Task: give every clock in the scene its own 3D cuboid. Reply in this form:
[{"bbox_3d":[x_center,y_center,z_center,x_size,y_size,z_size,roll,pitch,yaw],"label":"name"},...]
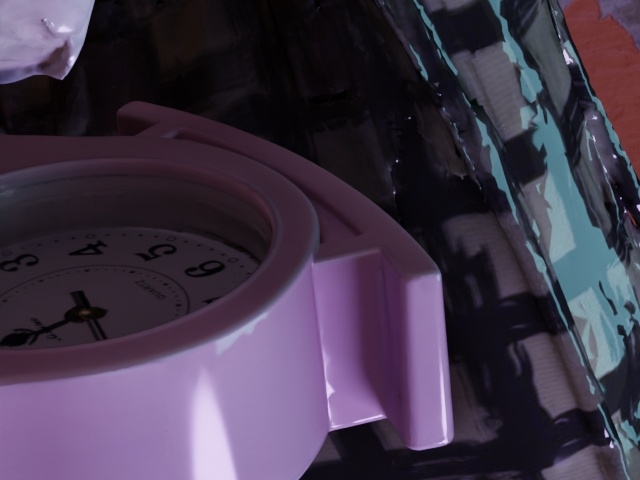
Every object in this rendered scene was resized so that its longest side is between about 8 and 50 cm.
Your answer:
[{"bbox_3d":[-0.134,0.025,0.671,0.290,0.275,0.080,33,-46,52],"label":"clock"}]

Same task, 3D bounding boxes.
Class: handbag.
[{"bbox_3d":[0.000,0.000,0.848,0.162,0.325,0.327,-45,118,-49],"label":"handbag"}]

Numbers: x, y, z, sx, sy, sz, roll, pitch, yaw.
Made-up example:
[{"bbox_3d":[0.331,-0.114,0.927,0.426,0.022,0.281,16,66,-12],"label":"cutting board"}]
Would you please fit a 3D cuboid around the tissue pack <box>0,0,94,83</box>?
[{"bbox_3d":[-0.140,-0.247,0.414,0.266,0.193,0.356,78,14,-71],"label":"tissue pack"}]
